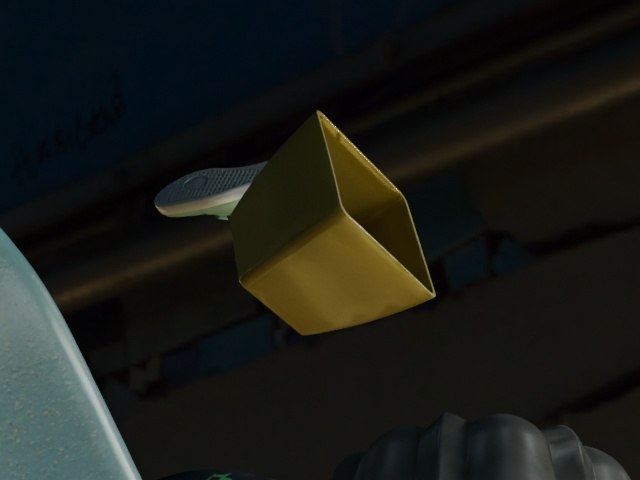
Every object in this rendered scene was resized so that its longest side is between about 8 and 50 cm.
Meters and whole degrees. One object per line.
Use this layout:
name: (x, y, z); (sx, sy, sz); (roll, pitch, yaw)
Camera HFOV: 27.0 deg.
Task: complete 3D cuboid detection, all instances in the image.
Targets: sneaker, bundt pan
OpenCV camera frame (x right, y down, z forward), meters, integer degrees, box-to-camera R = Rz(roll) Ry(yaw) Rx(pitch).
sneaker: (-0.120, -0.036, 2.057); (0.255, 0.094, 0.151); (-11, -57, -4)
bundt pan: (0.141, 0.268, 1.169); (0.330, 0.124, 0.331); (3, -46, 3)

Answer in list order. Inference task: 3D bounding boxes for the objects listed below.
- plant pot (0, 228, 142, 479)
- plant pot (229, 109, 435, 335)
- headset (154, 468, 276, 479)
plant pot: (-0.306, 0.082, 0.887); (0.247, 0.252, 0.248); (-23, 12, -25)
plant pot: (0.000, 0.000, 1.761); (0.187, 0.212, 0.212); (-34, -51, 18)
headset: (-0.070, 0.315, 0.823); (0.243, 0.394, 0.185); (25, 19, 10)
